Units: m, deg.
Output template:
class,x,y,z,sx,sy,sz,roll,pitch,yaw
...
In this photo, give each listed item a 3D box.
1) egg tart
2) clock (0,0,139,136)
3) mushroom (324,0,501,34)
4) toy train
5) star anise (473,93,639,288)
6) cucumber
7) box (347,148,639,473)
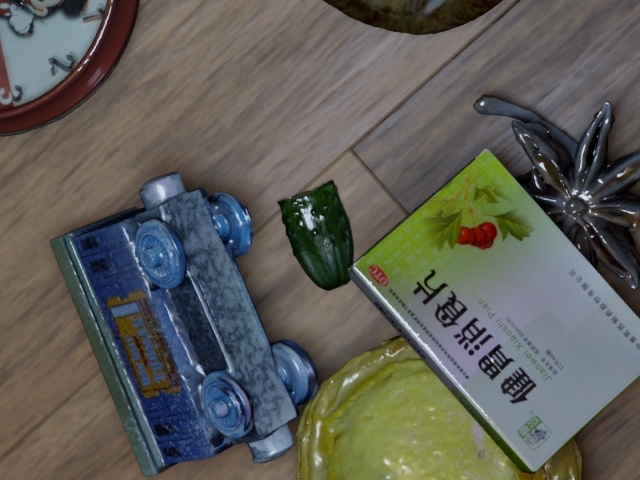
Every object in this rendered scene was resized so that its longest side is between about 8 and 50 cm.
class,x,y,z,sx,sy,sz,roll,pitch,yaw
egg tart,0.124,0.222,1.772,0.294,0.123,0.294,1,99,10
clock,-0.334,-0.264,1.780,0.318,0.080,0.318,0,92,11
mushroom,0.097,-0.332,1.634,0.263,0.283,0.195,9,66,3
toy train,-0.132,0.085,1.754,0.202,0.131,0.300,-17,96,47
star anise,0.250,-0.052,1.734,0.209,0.089,0.231,-17,95,21
cucumber,0.000,0.000,1.799,0.067,0.035,0.107,-20,97,8
box,0.175,0.067,1.670,0.175,0.062,0.260,-41,87,-8
